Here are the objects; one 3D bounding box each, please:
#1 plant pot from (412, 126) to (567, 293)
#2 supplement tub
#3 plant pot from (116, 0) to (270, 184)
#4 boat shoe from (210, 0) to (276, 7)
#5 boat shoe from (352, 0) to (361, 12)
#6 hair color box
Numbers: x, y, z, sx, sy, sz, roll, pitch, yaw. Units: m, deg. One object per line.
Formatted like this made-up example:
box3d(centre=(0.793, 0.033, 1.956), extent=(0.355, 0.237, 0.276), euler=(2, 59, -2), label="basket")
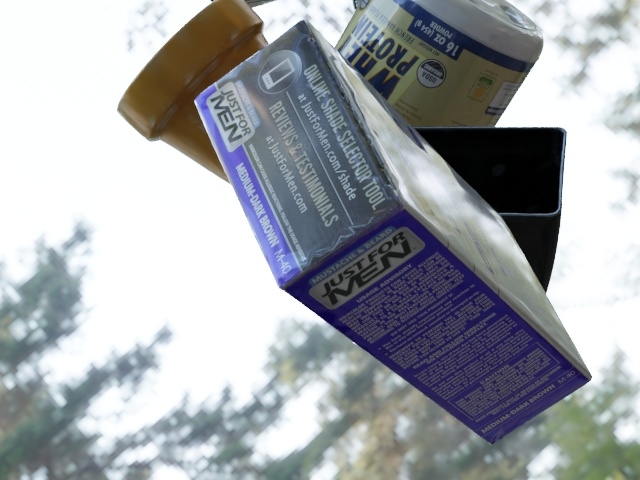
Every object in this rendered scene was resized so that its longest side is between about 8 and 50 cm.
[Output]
box3d(centre=(0.169, -0.006, 1.775), extent=(0.187, 0.188, 0.167), euler=(-74, -19, -56), label="plant pot")
box3d(centre=(0.111, -0.181, 2.091), extent=(0.228, 0.228, 0.316), euler=(-1, -53, -58), label="supplement tub")
box3d(centre=(-0.108, -0.162, 1.997), extent=(0.205, 0.188, 0.205), euler=(-45, -1, -1), label="plant pot")
box3d(centre=(-0.009, -0.444, 2.471), extent=(0.340, 0.127, 0.158), euler=(-21, -13, -14), label="boat shoe")
box3d(centre=(0.074, -0.337, 2.302), extent=(0.078, 0.219, 0.070), euler=(2, -40, -20), label="boat shoe")
box3d(centre=(0.062, 0.005, 1.220), extent=(0.110, 0.185, 0.339), euler=(-34, -37, 11), label="hair color box")
